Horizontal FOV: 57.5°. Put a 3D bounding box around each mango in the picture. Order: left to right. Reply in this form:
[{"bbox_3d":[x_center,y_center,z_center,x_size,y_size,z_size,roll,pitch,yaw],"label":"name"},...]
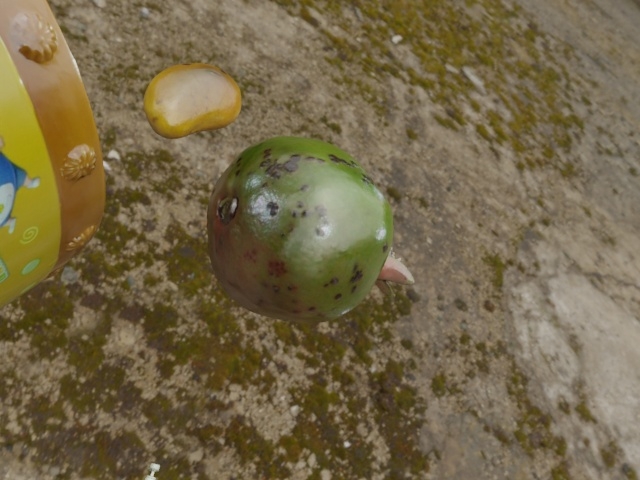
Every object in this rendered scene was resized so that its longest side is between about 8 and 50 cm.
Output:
[{"bbox_3d":[-0.200,-0.217,0.900,0.178,0.090,0.115,-29,78,-43],"label":"mango"}]

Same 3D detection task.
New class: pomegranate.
[{"bbox_3d":[0.002,-0.016,0.847,0.324,0.290,0.290,2,51,-17],"label":"pomegranate"}]

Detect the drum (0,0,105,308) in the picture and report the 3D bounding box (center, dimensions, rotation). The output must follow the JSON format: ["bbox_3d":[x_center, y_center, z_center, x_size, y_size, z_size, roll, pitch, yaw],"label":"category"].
[{"bbox_3d":[-0.370,-0.099,0.390,0.431,0.431,0.214,42,51,3],"label":"drum"}]

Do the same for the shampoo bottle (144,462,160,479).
[{"bbox_3d":[-0.299,0.441,0.970,0.034,0.049,0.141,14,56,0],"label":"shampoo bottle"}]
